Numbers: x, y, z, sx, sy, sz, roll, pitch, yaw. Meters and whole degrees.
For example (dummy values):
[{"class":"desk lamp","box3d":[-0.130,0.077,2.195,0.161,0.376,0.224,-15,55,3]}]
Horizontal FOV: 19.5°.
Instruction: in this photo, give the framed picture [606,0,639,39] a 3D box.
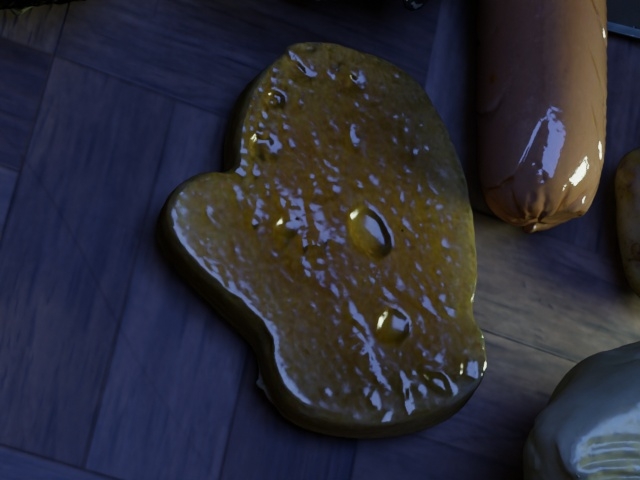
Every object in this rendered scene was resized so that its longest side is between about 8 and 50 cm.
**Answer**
[{"class":"framed picture","box3d":[0.316,-0.257,1.829,0.183,0.011,0.142,11,67,-20]}]

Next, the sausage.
[{"class":"sausage","box3d":[0.198,-0.155,1.681,0.121,0.121,0.304,11,69,-20]}]

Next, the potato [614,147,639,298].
[{"class":"potato","box3d":[0.321,-0.009,1.709,0.107,0.080,0.170,-10,82,-27]}]

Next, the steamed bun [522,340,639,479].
[{"class":"steamed bun","box3d":[0.313,0.213,1.569,0.289,0.203,0.276,-13,86,-13]}]

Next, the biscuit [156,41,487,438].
[{"class":"biscuit","box3d":[-0.001,0.001,1.576,0.287,0.057,0.343,-3,74,-25]}]

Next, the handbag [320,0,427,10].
[{"class":"handbag","box3d":[0.045,-0.300,1.616,0.254,0.181,0.181,4,84,-4]}]

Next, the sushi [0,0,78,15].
[{"class":"sushi","box3d":[-0.206,-0.359,1.546,0.211,0.171,0.350,13,67,-17]}]
